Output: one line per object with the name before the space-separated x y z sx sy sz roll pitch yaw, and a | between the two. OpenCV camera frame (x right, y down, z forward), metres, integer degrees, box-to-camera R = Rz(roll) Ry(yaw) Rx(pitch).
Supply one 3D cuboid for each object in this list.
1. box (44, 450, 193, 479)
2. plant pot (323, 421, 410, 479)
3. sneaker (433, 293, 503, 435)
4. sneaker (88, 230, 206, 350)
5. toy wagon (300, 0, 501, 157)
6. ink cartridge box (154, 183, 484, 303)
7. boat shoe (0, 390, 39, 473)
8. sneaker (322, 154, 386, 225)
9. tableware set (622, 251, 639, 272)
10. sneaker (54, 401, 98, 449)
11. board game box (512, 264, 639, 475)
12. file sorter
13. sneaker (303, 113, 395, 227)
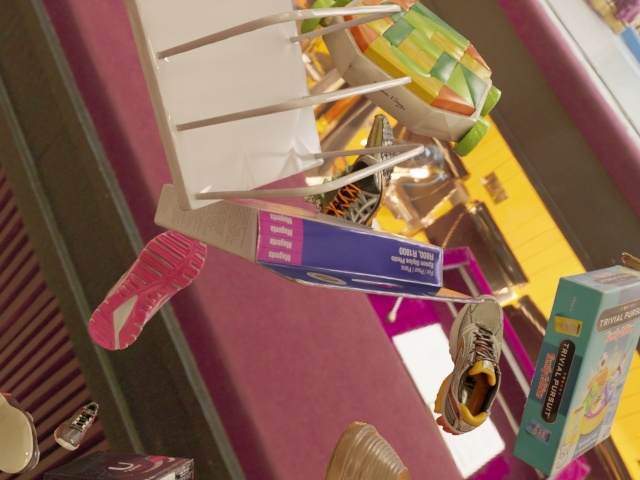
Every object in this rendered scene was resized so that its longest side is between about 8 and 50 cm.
box | -0.424 0.546 1.251 0.165 0.270 0.143 7 80 -69
plant pot | 0.093 0.457 1.059 0.237 0.110 0.237 5 90 -66
sneaker | 0.247 0.188 0.909 0.088 0.092 0.225 20 67 -7
sneaker | -0.308 0.076 1.046 0.103 0.111 0.252 47 73 -13
toy wagon | 0.133 -0.262 0.819 0.267 0.068 0.344 37 40 -3
ink cartridge box | 0.000 0.000 0.781 0.324 0.330 0.071 10 94 -41
boat shoe | -0.323 0.199 0.614 0.049 0.137 0.043 -47 136 -21
sneaker | 0.049 -0.054 1.075 0.083 0.214 0.084 7 19 -45
tableware set | 0.682 0.081 1.205 0.141 0.020 0.169 31 -5 37
sneaker | -0.540 0.406 1.318 0.061 0.065 0.158 38 5 -11
board game box | 0.481 0.224 1.066 0.254 0.336 0.079 -4 19 -43
file sorter | -0.036 -0.188 0.530 0.193 0.173 0.277 -27 110 -45
sneaker | 0.048 -0.105 1.369 0.182 0.410 0.158 21 10 13
